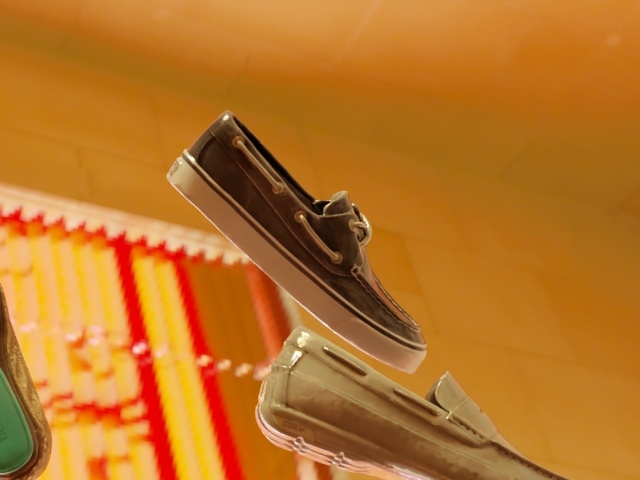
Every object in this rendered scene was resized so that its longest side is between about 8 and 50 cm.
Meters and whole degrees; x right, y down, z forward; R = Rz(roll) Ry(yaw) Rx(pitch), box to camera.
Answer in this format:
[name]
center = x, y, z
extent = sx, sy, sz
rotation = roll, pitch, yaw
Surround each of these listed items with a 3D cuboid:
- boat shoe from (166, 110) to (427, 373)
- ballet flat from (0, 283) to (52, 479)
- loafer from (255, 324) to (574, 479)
[boat shoe]
center = 0.000, 0.000, 1.375
extent = 0.102, 0.301, 0.108
rotation = -48, -176, 7
[ballet flat]
center = -0.248, 0.088, 1.071
extent = 0.067, 0.073, 0.206
rotation = 78, -9, -69
[loafer]
center = 0.103, 0.169, 1.276
extent = 0.112, 0.319, 0.111
rotation = 130, -19, -72
